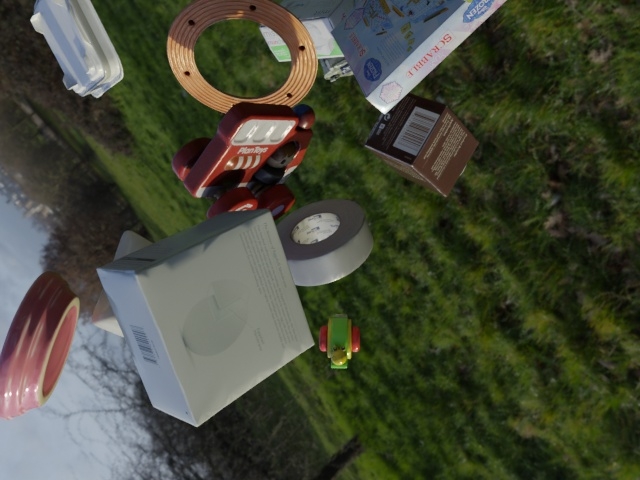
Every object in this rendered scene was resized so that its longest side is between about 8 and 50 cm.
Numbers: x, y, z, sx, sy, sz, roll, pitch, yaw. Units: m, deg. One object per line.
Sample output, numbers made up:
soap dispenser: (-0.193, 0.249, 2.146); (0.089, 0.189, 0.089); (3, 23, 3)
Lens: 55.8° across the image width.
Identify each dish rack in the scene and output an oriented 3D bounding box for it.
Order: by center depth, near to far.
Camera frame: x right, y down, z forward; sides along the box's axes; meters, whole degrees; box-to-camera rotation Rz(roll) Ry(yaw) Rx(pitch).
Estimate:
dish rack: (-0.624, -0.503, 1.513); (0.332, 0.072, 0.286); (1, 119, 56)

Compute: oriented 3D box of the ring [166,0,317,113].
ring: (-0.174, -0.410, 1.359); (0.336, 0.032, 0.337); (1, 146, 1)

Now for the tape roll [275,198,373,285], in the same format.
tape roll: (0.000, 0.000, 1.302); (0.219, 0.219, 0.072); (23, 143, 50)

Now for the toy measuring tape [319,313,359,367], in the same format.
toy measuring tape: (0.056, 0.244, 1.699); (0.121, 0.121, 0.330); (47, -165, -11)

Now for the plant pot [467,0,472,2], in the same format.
plant pot: (0.236, -0.410, 0.920); (0.083, 0.083, 0.079); (43, 123, 1)

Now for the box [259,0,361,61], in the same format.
box: (0.006, -0.613, 1.646); (0.261, 0.231, 0.127); (10, 147, 41)

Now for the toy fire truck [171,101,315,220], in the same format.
toy fire truck: (-0.124, -0.166, 1.196); (0.254, 0.302, 0.169); (-45, 73, 31)

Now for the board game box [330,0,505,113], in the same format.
board game box: (0.185, -0.463, 1.249); (0.065, 0.318, 0.319); (33, -153, -36)

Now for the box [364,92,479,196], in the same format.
box: (0.255, -0.242, 1.515); (0.167, 0.169, 0.203); (31, -179, 40)

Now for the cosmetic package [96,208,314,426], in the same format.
cosmetic package: (-0.157, 0.098, 0.870); (0.138, 0.224, 0.224); (0, 112, 50)

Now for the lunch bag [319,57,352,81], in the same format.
lunch bag: (0.068, -0.693, 1.989); (0.305, 0.255, 0.212); (64, 155, -1)

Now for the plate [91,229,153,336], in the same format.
plate: (-0.407, 0.137, 1.539); (0.278, 0.278, 0.045); (32, 139, -30)

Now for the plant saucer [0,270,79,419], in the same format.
plant saucer: (-0.621, 0.237, 1.351); (0.084, 0.333, 0.332); (16, 166, -9)
